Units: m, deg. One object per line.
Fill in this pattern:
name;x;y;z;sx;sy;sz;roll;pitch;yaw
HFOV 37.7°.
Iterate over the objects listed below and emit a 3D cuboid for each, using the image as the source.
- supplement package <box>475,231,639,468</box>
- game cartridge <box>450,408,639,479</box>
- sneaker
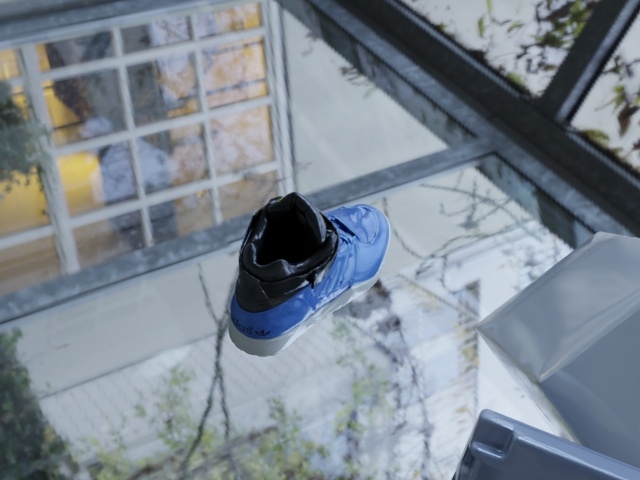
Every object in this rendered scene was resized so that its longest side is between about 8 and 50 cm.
supplement package;0.283;0.117;0.864;0.177;0.175;0.293;53;2;-2
game cartridge;0.161;0.291;0.706;0.196;0.060;0.294;22;-75;10
sneaker;0.001;0.001;0.589;0.058;0.152;0.085;33;-42;23
